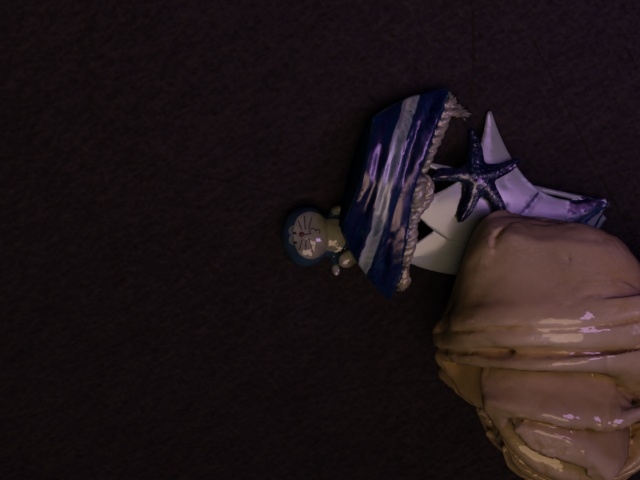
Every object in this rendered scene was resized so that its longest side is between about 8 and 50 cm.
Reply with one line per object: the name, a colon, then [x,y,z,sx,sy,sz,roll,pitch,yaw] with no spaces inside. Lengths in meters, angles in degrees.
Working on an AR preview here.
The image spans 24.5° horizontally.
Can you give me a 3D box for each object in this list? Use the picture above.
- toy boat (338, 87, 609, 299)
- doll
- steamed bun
toy boat: [0.157,-0.058,1.530,0.291,0.070,0.210,-11,105,-10]
doll: [0.000,0.000,1.553,0.083,0.050,0.076,1,79,-3]
steamed bun: [0.264,0.121,1.498,0.276,0.203,0.289,-8,122,-15]
